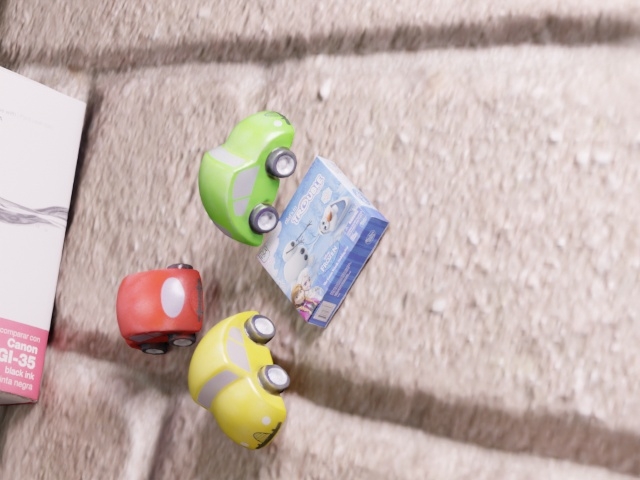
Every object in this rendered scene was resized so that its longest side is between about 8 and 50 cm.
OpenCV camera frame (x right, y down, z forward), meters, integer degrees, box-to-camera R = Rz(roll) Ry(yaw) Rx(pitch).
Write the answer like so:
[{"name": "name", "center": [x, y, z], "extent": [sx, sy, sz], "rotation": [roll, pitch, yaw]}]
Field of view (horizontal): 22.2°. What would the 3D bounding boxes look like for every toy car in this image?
[{"name": "toy car", "center": [-0.078, 0.010, 1.189], "extent": [0.239, 0.053, 0.225], "rotation": [33, 110, 54]}]

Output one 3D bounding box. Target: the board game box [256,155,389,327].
[{"name": "board game box", "center": [0.000, 0.000, 1.154], "extent": [0.090, 0.020, 0.090], "rotation": [-59, 38, 15]}]

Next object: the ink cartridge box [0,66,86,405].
[{"name": "ink cartridge box", "center": [-0.329, 0.002, 1.477], "extent": [0.207, 0.117, 0.283], "rotation": [-10, 67, 49]}]
